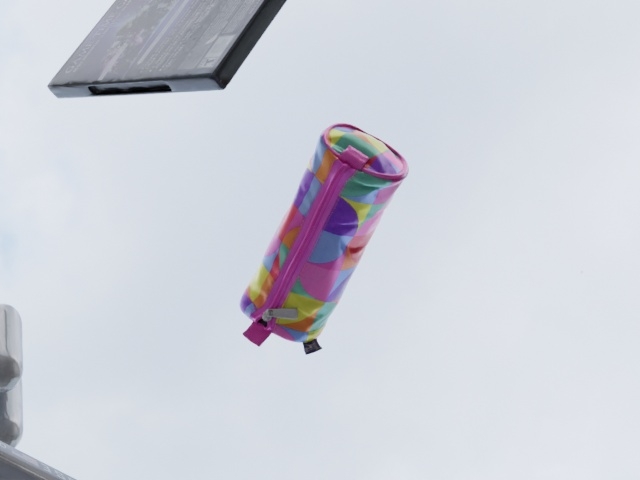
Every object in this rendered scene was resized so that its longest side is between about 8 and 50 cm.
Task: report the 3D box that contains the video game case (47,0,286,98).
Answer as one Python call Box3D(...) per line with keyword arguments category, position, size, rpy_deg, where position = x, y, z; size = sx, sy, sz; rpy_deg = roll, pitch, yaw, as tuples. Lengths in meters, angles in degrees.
Box3D(category="video game case", position=(-0.155, -0.232, 1.108), size=(0.274, 0.026, 0.196), rpy_deg=(4, -127, 42))

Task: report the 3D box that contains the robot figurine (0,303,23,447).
Box3D(category="robot figurine", position=(-0.453, 0.130, 0.931), size=(0.354, 0.199, 0.299), rpy_deg=(-1, -65, -16))

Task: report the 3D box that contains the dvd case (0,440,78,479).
Box3D(category="dvd case", position=(-0.196, 0.170, 0.473), size=(0.239, 0.029, 0.179), rpy_deg=(36, -94, -26))

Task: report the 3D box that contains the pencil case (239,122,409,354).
Box3D(category="pencil case", position=(0.000, 0.000, 1.040), size=(0.104, 0.104, 0.236), rpy_deg=(32, -64, 13))
